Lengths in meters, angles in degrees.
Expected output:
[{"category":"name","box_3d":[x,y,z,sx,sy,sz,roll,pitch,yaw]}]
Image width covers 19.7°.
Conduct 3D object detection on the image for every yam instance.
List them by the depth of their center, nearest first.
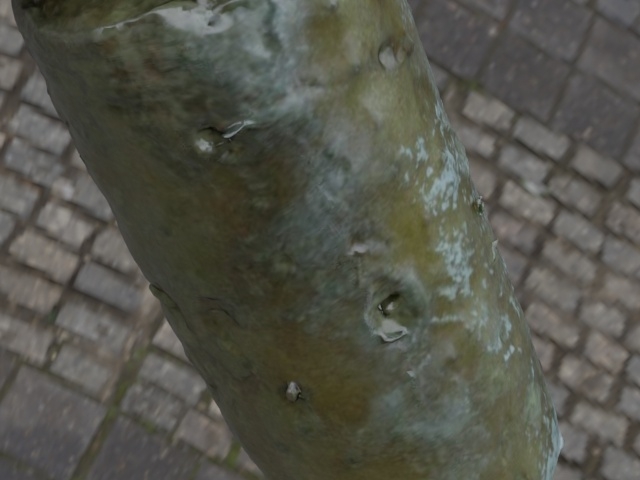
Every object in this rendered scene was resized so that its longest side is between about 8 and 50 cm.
[{"category":"yam","box_3d":[0.000,0.000,0.402,0.078,0.078,0.179,-51,130,-33]}]
